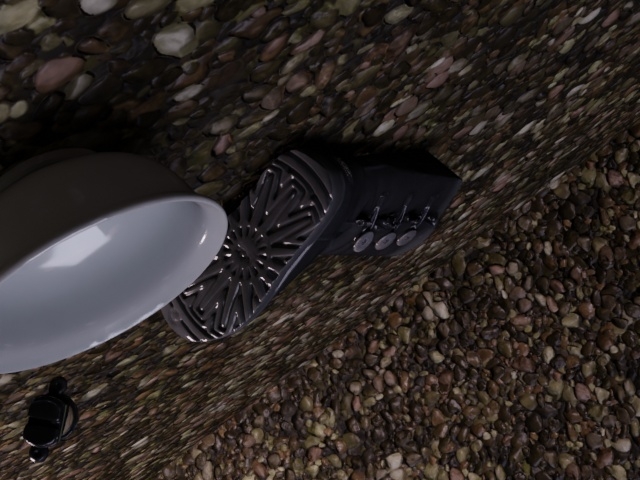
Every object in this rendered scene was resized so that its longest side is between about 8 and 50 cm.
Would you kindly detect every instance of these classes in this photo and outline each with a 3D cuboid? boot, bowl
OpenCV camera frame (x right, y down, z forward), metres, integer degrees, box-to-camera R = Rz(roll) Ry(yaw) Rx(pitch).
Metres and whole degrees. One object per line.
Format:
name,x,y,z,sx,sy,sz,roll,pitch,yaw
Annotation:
boot,0.002,-0.001,1.372,0.367,0.146,0.445,-41,166,26
bowl,-0.254,0.000,0.879,0.297,0.134,0.298,-31,164,-10

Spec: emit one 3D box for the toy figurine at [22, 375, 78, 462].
toy figurine,-0.409,0.193,1.001,0.213,0.210,0.148,-37,180,-13
